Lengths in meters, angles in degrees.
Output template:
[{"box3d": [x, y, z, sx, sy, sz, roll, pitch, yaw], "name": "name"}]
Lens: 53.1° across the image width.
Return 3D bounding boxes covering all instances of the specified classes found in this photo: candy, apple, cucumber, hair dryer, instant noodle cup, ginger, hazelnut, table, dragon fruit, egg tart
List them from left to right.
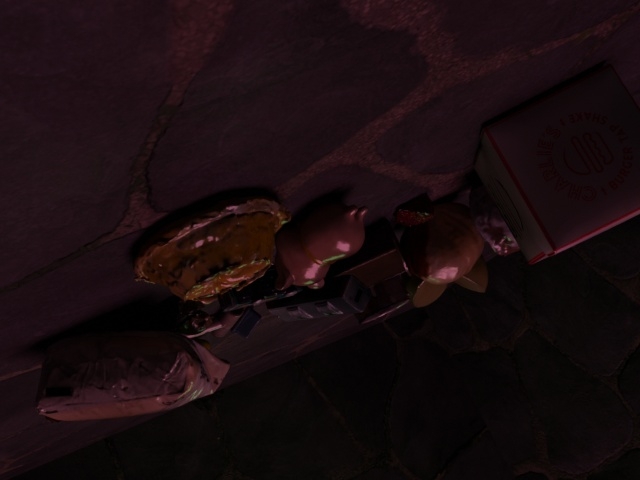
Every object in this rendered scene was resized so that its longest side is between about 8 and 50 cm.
[{"box3d": [-0.385, 0.201, 1.560, 0.245, 0.067, 0.067, -34, 164, 31], "name": "cucumber"}, {"box3d": [-0.332, 0.208, 1.660, 0.096, 0.067, 0.165, -3, 163, -3], "name": "ginger"}, {"box3d": [-0.344, 0.242, 1.829, 0.220, 0.054, 0.195, -10, 158, -30], "name": "hair dryer"}, {"box3d": [-0.185, 0.028, 1.186, 0.315, 0.120, 0.315, -25, 167, -6], "name": "egg tart"}, {"box3d": [0.116, 0.064, 1.772, 0.226, 0.167, 0.167, -24, 166, 9], "name": "table"}, {"box3d": [0.151, 0.126, 1.940, 0.217, 0.207, 0.217, -24, 166, -6], "name": "instant noodle cup"}, {"box3d": [0.256, -0.081, 1.739, 0.097, 0.063, 0.131, 9, 161, 4], "name": "dragon fruit"}, {"box3d": [0.345, 0.000, 1.863, 0.261, 0.241, 0.261, -29, -165, 8], "name": "hazelnut"}, {"box3d": [0.423, 0.092, 2.247, 0.295, 0.233, 0.258, -22, 150, 27], "name": "apple"}, {"box3d": [0.502, -0.081, 1.761, 0.157, 0.214, 0.289, -33, -167, 34], "name": "candy"}]

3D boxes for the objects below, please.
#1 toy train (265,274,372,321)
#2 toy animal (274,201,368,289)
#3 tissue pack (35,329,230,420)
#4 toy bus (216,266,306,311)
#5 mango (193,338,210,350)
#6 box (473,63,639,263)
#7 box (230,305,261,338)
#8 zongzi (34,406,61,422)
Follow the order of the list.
[{"box3d": [-0.029, 0.169, 1.759, 0.409, 0.086, 0.089, -17, -139, 51], "name": "toy train"}, {"box3d": [0.002, 0.001, 1.393, 0.165, 0.149, 0.248, 12, 130, -45], "name": "toy animal"}, {"box3d": [-0.436, 0.312, 1.510, 0.390, 0.195, 0.375, -5, 169, 2], "name": "tissue pack"}, {"box3d": [-0.149, 0.121, 1.646, 0.109, 0.091, 0.261, -29, 165, 40], "name": "toy bus"}, {"box3d": [-0.444, 0.368, 2.018, 0.191, 0.085, 0.122, -37, 154, 4], "name": "mango"}, {"box3d": [0.564, -0.153, 1.469, 0.312, 0.314, 0.300, -27, 168, 3], "name": "box"}, {"box3d": [-0.220, 0.244, 1.916, 0.099, 0.054, 0.074, -54, -176, -4], "name": "box"}, {"box3d": [-0.727, 0.483, 1.943, 0.187, 0.084, 0.184, -22, 177, 12], "name": "zongzi"}]
